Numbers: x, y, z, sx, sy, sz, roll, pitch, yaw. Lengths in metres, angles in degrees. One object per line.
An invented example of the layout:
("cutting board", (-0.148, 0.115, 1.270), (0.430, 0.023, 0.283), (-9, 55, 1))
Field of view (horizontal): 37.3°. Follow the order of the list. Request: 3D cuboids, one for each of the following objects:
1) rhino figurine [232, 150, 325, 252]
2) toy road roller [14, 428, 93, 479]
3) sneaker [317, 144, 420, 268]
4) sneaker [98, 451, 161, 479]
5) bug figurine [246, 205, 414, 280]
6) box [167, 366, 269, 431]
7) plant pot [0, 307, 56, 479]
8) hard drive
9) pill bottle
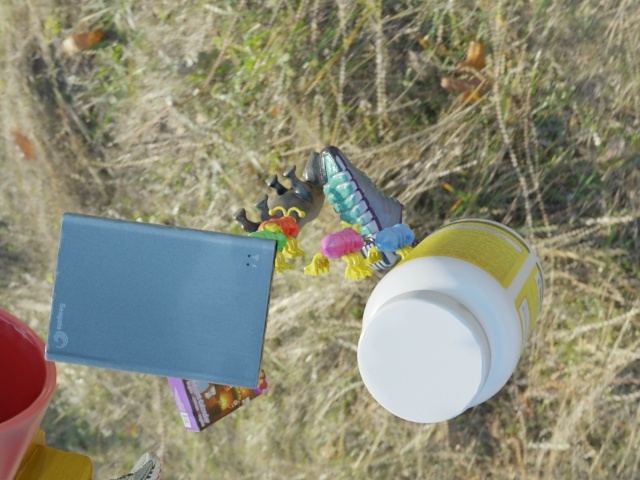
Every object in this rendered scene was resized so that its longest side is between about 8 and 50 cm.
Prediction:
("rhino figurine", (-0.043, -0.072, 1.638), (0.073, 0.243, 0.106), (-12, 118, 47))
("toy road roller", (-0.495, 0.419, 1.491), (0.241, 0.202, 0.329), (16, 126, 7))
("sneaker", (0.079, -0.067, 1.574), (0.083, 0.098, 0.223), (-14, 105, 60))
("sneaker", (-0.352, 0.427, 1.582), (0.092, 0.225, 0.088), (47, 135, 0))
("bug figurine", (0.000, 0.000, 1.377), (0.279, 0.216, 0.072), (4, 101, 23))
("box", (-0.234, 0.219, 1.967), (0.057, 0.201, 0.293), (-5, 107, 48))
("plant pot", (-0.387, 0.193, 0.805), (0.275, 0.275, 0.243), (25, 107, 14))
("hard drive", (-0.100, 0.037, 0.597), (0.135, 0.022, 0.094), (7, 91, 2))
("pill bottle", (0.161, 0.093, 1.162), (0.188, 0.334, 0.187), (5, 104, 19))
